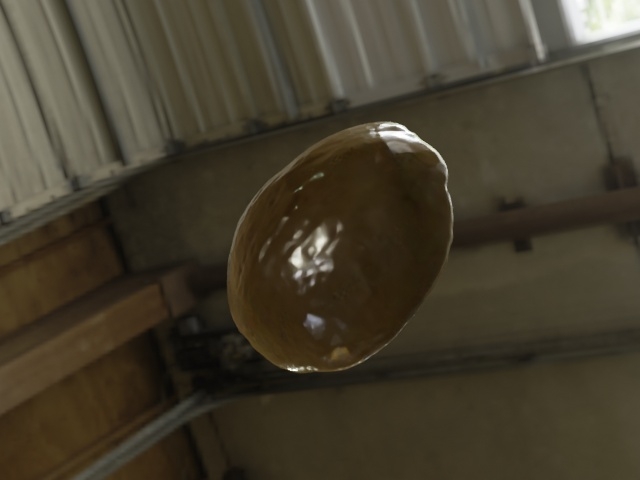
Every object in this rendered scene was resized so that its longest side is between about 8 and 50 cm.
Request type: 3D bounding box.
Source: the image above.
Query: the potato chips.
[{"bbox_3d":[0.001,0.000,1.080,0.062,0.208,0.195,27,-125,-51],"label":"potato chips"}]
